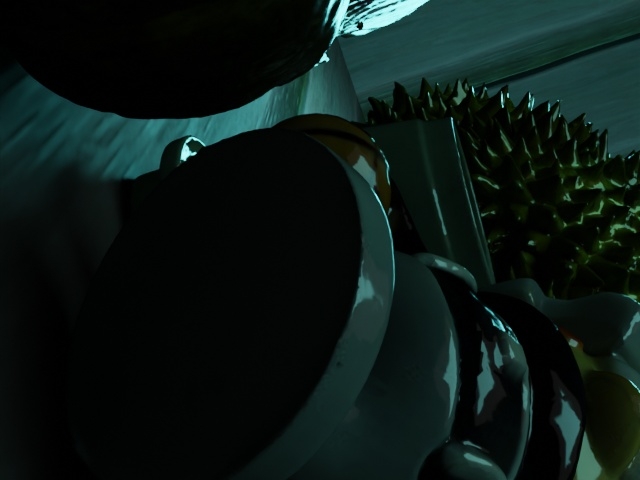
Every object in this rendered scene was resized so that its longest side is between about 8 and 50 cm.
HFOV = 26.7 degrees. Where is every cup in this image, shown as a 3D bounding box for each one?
[{"bbox_3d":[0.000,0.000,0.588,0.120,0.141,0.120,-16,90,-84],"label":"cup"}]

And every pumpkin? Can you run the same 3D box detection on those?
[{"bbox_3d":[-0.053,-0.149,0.473,0.219,0.162,0.219,-14,90,-85],"label":"pumpkin"}]

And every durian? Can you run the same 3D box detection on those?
[{"bbox_3d":[0.095,0.050,0.762,0.291,0.225,0.291,2,-88,57],"label":"durian"}]

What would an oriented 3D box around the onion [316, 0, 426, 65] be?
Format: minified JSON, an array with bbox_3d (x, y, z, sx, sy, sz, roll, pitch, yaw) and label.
[{"bbox_3d":[-0.005,-0.244,0.843,0.256,0.230,0.272,-75,154,-77],"label":"onion"}]

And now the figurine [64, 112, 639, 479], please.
[{"bbox_3d":[0.037,0.058,0.473,0.236,0.133,0.176,35,43,-39],"label":"figurine"}]
